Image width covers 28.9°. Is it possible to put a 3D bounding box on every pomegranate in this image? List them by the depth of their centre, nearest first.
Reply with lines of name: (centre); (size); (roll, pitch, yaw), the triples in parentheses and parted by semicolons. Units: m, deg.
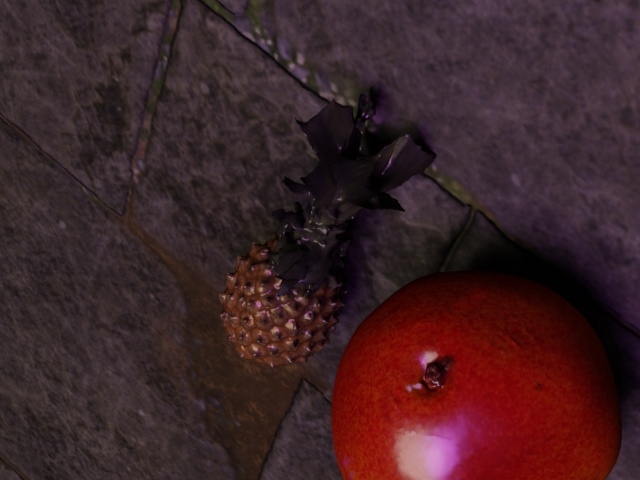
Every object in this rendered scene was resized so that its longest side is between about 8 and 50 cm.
pomegranate: (0.124, 0.139, 0.961); (0.221, 0.221, 0.256); (11, 154, 39)

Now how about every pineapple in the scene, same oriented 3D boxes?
pineapple: (0.000, 0.000, 1.052); (0.119, 0.130, 0.277); (68, 151, 27)
